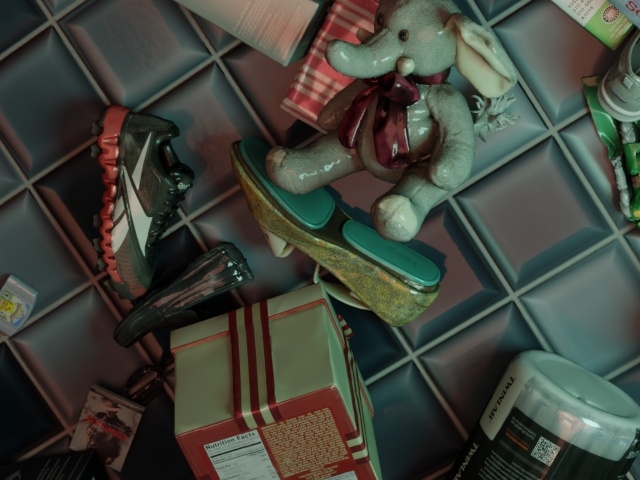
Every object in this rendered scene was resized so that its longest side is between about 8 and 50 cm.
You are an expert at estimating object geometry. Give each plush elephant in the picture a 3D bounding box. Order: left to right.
[{"bbox_3d":[0.103,-0.197,1.811,0.330,0.272,0.255,-30,127,-21],"label":"plush elephant"}]

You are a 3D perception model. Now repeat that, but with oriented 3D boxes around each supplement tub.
[{"bbox_3d":[0.279,0.336,1.959,0.207,0.207,0.338,27,104,2],"label":"supplement tub"}]

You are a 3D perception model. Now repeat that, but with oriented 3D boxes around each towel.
[{"bbox_3d":[0.048,-0.228,1.959,0.144,0.029,0.197,30,105,2],"label":"towel"}]

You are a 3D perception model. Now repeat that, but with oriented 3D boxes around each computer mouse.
[{"bbox_3d":[-0.190,0.168,2.084,0.242,0.041,0.071,-31,123,18],"label":"computer mouse"}]

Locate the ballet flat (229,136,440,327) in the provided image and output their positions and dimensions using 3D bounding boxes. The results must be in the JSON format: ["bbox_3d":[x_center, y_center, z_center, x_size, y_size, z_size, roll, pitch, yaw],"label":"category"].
[{"bbox_3d":[0.000,0.000,1.980,0.348,0.123,0.123,35,105,0],"label":"ballet flat"}]

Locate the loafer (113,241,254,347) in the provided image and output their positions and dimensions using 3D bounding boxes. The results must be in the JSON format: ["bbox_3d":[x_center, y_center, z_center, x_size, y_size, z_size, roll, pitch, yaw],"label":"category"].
[{"bbox_3d":[-0.194,0.090,2.042,0.223,0.076,0.078,-36,87,11],"label":"loafer"}]

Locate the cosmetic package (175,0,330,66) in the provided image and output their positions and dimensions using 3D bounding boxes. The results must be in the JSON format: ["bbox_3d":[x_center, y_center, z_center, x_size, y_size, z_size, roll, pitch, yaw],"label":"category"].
[{"bbox_3d":[-0.114,-0.333,1.911,0.238,0.127,0.107,29,106,3],"label":"cosmetic package"}]

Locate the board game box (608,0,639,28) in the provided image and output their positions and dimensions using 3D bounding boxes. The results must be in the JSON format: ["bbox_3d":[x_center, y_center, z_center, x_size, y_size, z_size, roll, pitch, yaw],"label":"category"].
[{"bbox_3d":[0.434,-0.412,1.755,0.318,0.066,0.318,41,70,-2],"label":"board game box"}]

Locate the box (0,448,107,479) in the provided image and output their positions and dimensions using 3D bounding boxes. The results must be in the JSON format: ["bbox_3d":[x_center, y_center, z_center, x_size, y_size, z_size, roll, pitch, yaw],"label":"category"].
[{"bbox_3d":[-0.424,0.398,2.102,0.207,0.153,0.108,-11,109,13],"label":"box"}]

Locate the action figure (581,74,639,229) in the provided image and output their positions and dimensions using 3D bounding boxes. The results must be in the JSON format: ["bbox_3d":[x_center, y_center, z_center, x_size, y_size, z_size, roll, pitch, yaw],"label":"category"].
[{"bbox_3d":[0.426,-0.108,1.911,0.137,0.063,0.232,-6,98,21],"label":"action figure"}]

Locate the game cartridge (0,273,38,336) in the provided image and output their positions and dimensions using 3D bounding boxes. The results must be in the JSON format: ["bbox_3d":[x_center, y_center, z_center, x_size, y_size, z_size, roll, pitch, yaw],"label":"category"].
[{"bbox_3d":[-0.448,0.097,2.114,0.056,0.017,0.083,33,105,-4],"label":"game cartridge"}]

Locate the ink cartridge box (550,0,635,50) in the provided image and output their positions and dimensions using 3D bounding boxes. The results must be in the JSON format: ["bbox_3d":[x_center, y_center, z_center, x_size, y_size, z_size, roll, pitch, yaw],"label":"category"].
[{"bbox_3d":[0.337,-0.372,1.850,0.219,0.092,0.160,38,105,-2],"label":"ink cartridge box"}]

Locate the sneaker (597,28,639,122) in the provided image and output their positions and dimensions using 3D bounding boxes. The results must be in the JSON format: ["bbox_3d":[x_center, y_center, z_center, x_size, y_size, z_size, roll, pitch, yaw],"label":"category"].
[{"bbox_3d":[0.464,-0.267,1.814,0.105,0.115,0.281,37,82,6],"label":"sneaker"}]

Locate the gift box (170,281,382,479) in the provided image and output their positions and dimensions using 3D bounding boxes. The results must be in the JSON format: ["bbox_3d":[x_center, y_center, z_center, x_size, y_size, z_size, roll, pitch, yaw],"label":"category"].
[{"bbox_3d":[-0.062,0.241,1.959,0.255,0.258,0.276,-14,124,4],"label":"gift box"}]

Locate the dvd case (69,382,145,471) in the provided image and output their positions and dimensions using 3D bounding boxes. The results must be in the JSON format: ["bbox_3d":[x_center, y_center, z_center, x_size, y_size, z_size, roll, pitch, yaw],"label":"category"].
[{"bbox_3d":[-0.312,0.274,2.122,0.087,0.013,0.119,25,116,3],"label":"dvd case"}]

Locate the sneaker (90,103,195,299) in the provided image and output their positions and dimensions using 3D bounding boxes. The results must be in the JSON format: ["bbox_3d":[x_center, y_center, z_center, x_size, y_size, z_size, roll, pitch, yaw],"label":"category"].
[{"bbox_3d":[-0.241,-0.049,2.006,0.135,0.097,0.276,3,102,10],"label":"sneaker"}]
